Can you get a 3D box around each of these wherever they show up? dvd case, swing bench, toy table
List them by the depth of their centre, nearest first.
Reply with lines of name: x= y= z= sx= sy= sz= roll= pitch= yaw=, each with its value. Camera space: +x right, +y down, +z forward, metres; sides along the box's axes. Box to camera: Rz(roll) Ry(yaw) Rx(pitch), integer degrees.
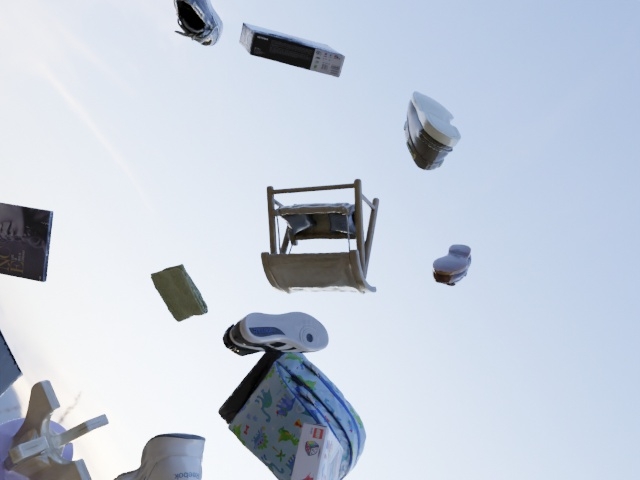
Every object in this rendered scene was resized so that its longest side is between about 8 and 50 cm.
toy table: x=-0.592 y=0.443 z=1.310 sx=0.161 sy=0.274 sz=0.252 roll=-31 pitch=-89 yaw=18
dvd case: x=-0.720 y=-0.003 z=1.411 sx=0.221 sy=0.018 sz=0.164 roll=9 pitch=-84 yaw=11
swing bench: x=0.000 y=0.000 z=1.524 sx=0.253 sy=0.165 sz=0.254 roll=-3 pitch=-106 yaw=24

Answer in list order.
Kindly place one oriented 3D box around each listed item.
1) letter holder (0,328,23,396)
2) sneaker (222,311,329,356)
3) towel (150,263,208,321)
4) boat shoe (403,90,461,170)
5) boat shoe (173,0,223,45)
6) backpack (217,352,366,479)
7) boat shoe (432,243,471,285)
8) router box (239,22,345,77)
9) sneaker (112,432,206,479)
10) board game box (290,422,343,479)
letter holder: x=-0.573 y=0.111 z=0.825 sx=0.214 sy=0.152 sz=0.302 roll=22 pitch=-42 yaw=14
sneaker: x=-0.097 y=0.193 z=1.247 sx=0.121 sy=0.217 sz=0.079 roll=-29 pitch=-124 yaw=42
towel: x=-0.353 y=0.133 z=1.540 sx=0.110 sy=0.027 sz=0.148 roll=-19 pitch=-72 yaw=24
boat shoe: x=0.228 y=-0.241 z=1.330 sx=0.109 sy=0.305 sz=0.091 roll=25 pitch=-64 yaw=-9
boat shoe: x=-0.328 y=-0.582 z=1.637 sx=0.306 sy=0.113 sz=0.105 roll=121 pitch=-18 yaw=-78
backpack: x=-0.059 y=0.459 z=1.550 sx=0.355 sy=0.273 sz=0.290 roll=40 pitch=-77 yaw=3
boat shoe: x=0.306 y=0.069 z=1.424 sx=0.073 sy=0.207 sz=0.073 roll=14 pitch=-70 yaw=25
router box: x=-0.058 y=-0.366 z=1.184 sx=0.133 sy=0.179 sz=0.046 roll=-122 pitch=-135 yaw=-59
sneaker: x=-0.268 y=0.420 z=0.979 sx=0.297 sy=0.111 sz=0.129 roll=-56 pitch=-146 yaw=38
board game box: x=-0.024 y=0.508 z=1.126 sx=0.053 sy=0.305 sz=0.193 roll=6 pitch=-28 yaw=14
